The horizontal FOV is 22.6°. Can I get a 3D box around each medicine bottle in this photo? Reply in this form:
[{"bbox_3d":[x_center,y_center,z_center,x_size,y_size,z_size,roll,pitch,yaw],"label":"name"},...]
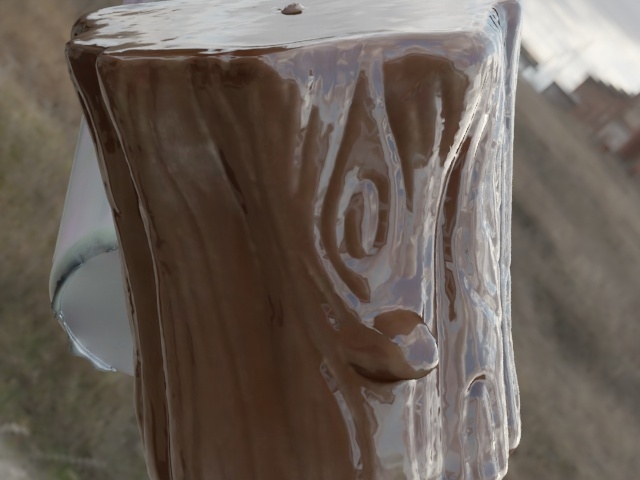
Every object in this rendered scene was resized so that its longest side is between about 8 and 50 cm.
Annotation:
[{"bbox_3d":[-0.107,-0.075,1.397,0.213,0.213,0.378,41,38,-37],"label":"medicine bottle"}]

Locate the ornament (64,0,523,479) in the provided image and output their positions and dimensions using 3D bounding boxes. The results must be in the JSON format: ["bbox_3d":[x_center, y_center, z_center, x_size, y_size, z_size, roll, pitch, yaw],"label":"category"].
[{"bbox_3d":[0.000,0.000,0.725,0.235,0.217,0.221,8,21,38],"label":"ornament"}]
